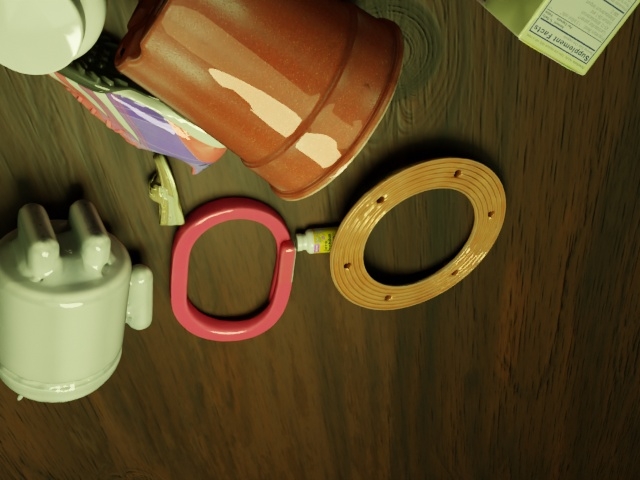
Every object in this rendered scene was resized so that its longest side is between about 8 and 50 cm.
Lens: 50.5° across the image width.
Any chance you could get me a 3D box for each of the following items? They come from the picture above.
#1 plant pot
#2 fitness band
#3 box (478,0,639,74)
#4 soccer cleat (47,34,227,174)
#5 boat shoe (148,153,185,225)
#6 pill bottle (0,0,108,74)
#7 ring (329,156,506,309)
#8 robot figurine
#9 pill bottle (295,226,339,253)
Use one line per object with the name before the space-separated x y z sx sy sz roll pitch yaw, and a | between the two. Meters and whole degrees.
plant pot | -0.086 -0.229 0.834 0.265 0.272 0.272 29 115 -29
fitness band | -0.154 0.056 1.177 0.209 0.054 0.290 3 125 -12
box | 0.321 -0.373 0.855 0.117 0.213 0.243 20 120 -26
soccer cleat | -0.270 -0.188 0.929 0.318 0.108 0.116 24 130 -28
boat shoe | -0.244 -0.075 1.051 0.045 0.050 0.135 -14 129 -10
pill bottle | -0.306 -0.279 0.752 0.136 0.245 0.136 -7 128 -9
ring | 0.170 -0.008 1.189 0.337 0.032 0.336 -15 134 -16
robot figurine | -0.404 0.109 1.057 0.300 0.199 0.353 -3 128 -29
pill bottle | 0.000 0.000 1.173 0.083 0.043 0.043 -5 128 -10
